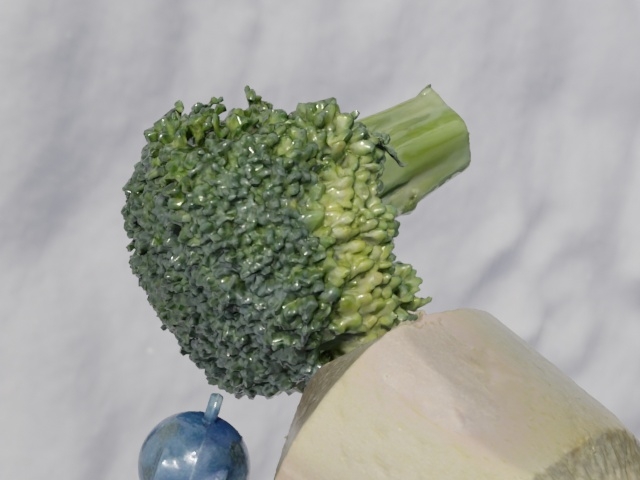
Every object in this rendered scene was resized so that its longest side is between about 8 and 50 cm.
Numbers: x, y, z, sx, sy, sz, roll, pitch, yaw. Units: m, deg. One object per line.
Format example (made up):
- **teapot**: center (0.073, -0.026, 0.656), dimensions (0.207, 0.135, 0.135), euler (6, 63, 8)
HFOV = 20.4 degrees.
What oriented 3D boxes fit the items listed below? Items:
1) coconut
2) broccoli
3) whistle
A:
- **coconut**: center (0.084, 0.168, 1.236), dimensions (0.239, 0.244, 0.239), euler (-39, 150, -28)
- **broccoli**: center (-0.007, 0.019, 1.485), dimensions (0.375, 0.302, 0.249), euler (92, -13, -60)
- **whistle**: center (-0.099, 0.183, 1.311), dimensions (0.090, 0.090, 0.158), euler (-5, 118, -55)
